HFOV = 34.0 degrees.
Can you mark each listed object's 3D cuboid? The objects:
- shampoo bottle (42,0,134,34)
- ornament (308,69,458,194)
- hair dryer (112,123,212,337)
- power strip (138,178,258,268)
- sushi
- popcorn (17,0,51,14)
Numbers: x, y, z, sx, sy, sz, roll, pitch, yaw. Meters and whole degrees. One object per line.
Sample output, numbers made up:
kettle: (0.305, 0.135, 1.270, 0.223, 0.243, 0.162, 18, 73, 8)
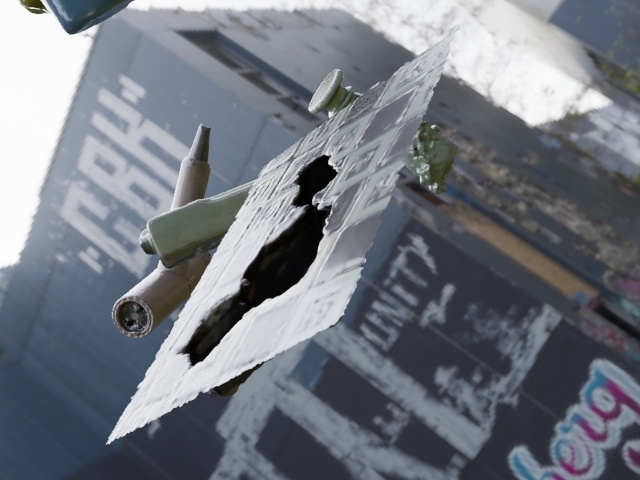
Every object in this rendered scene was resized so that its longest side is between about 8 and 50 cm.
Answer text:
shampoo bottle: (-0.224, -0.273, 0.747, 0.061, 0.258, 0.104, -29, 14, 21)
ornament: (0.040, -0.070, 0.623, 0.041, 0.092, 0.068, -63, -11, -14)
hair dryer: (-0.163, -0.017, 1.215, 0.195, 0.054, 0.220, -50, -23, -66)
power strip: (-0.045, -0.043, 1.056, 0.286, 0.048, 0.080, -23, -4, -4)
sushi: (0.000, 0.000, 0.442, 0.139, 0.031, 0.201, -32, 22, 39)
popcorn: (-0.199, -0.330, 0.989, 0.276, 0.225, 0.276, -20, -28, -11)
